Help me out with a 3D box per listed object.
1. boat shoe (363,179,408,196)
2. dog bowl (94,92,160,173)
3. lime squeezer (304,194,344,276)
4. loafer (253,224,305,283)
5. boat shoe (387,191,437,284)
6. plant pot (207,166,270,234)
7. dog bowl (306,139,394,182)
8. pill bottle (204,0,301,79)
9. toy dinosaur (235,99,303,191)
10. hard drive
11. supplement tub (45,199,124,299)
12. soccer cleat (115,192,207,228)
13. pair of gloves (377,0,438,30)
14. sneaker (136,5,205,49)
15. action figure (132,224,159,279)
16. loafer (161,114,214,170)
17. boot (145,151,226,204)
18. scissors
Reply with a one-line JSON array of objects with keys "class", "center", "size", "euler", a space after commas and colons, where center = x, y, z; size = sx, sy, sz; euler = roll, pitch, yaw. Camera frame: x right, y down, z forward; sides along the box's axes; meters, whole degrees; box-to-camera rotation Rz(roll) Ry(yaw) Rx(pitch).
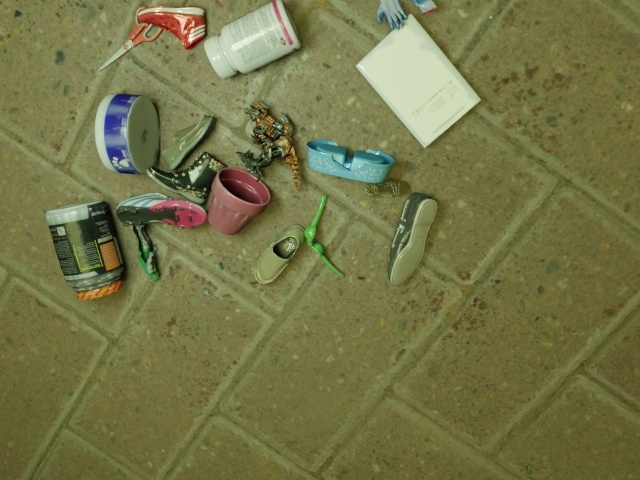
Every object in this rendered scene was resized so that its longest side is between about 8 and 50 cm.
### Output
[{"class": "boat shoe", "center": [0.227, -0.178, 1.640], "size": [0.153, 0.048, 0.056], "euler": [-9, 90, 2]}, {"class": "dog bowl", "center": [-0.641, -0.356, 1.581], "size": [0.104, 0.265, 0.265], "euler": [5, 104, 3]}, {"class": "lime squeezer", "center": [0.000, 0.000, 1.703], "size": [0.110, 0.059, 0.310], "euler": [-20, 103, -31]}, {"class": "loafer", "center": [-0.158, 0.055, 1.712], "size": [0.102, 0.092, 0.268], "euler": [38, 104, -1]}, {"class": "boat shoe", "center": [0.309, -0.008, 1.654], "size": [0.112, 0.095, 0.335], "euler": [7, 112, -32]}, {"class": "plant pot", "center": [-0.302, -0.126, 1.646], "size": [0.201, 0.201, 0.180], "euler": [35, 121, -2]}, {"class": "dog bowl", "center": [0.094, -0.264, 1.575], "size": [0.297, 0.166, 0.074], "euler": [13, 117, 3]}, {"class": "pill bottle", "center": [-0.218, -0.641, 1.515], "size": [0.283, 0.160, 0.160], "euler": [-21, 100, 11]}, {"class": "toy dinosaur", "center": [-0.168, -0.313, 1.603], "size": [0.218, 0.164, 0.322], "euler": [-35, 76, -3]}, {"class": "hard drive", "center": [0.318, -0.516, 1.540], "size": [0.233, 0.047, 0.353], "euler": [-40, 96, 14]}, {"class": "supplement tub", "center": [-0.856, 0.033, 1.732], "size": [0.207, 0.207, 0.338], "euler": [-8, 102, 9]}, {"class": "soccer cleat", "center": [-0.566, -0.123, 1.694], "size": [0.331, 0.143, 0.116], "euler": [2, 130, 3]}, {"class": "pair of gloves", "center": [0.263, -0.753, 1.475], "size": [0.198, 0.023, 0.159], "euler": [-23, 77, 8]}, {"class": "sneaker", "center": [-0.492, -0.703, 1.563], "size": [0.221, 0.087, 0.128], "euler": [-3, 104, 0]}, {"class": "action figure", "center": [-0.651, 0.044, 1.769], "size": [0.063, 0.137, 0.232], "euler": [-9, 111, -4]}, {"class": "loafer", "center": [-0.472, -0.355, 1.649], "size": [0.251, 0.094, 0.087], "euler": [-43, 100, 14]}, {"class": "boot", "center": [-0.465, -0.246, 1.643], "size": [0.236, 0.085, 0.178], "euler": [28, 105, -40]}, {"class": "scissors", "center": [-0.655, -0.675, 1.630], "size": [0.109, 0.021, 0.297], "euler": [41, 103, -6]}]
